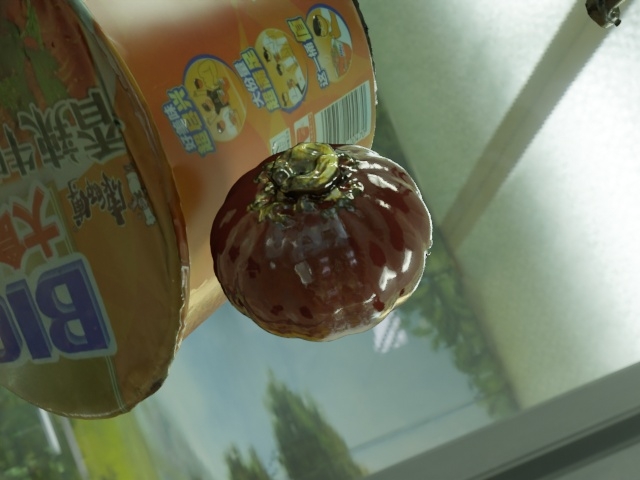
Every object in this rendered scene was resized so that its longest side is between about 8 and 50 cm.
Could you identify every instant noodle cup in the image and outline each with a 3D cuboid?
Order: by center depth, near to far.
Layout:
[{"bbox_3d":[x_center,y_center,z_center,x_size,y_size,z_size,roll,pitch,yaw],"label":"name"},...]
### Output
[{"bbox_3d":[-0.115,-0.072,0.656,0.296,0.214,0.296,20,-56,31],"label":"instant noodle cup"}]

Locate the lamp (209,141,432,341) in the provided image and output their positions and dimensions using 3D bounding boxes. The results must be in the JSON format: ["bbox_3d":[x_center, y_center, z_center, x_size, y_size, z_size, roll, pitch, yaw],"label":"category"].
[{"bbox_3d":[0.000,0.000,0.500,0.101,0.101,0.090,-121,-167,-49],"label":"lamp"}]

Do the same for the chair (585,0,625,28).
[{"bbox_3d":[0.265,-0.437,0.647,0.365,0.361,0.410,43,-34,-18],"label":"chair"}]
